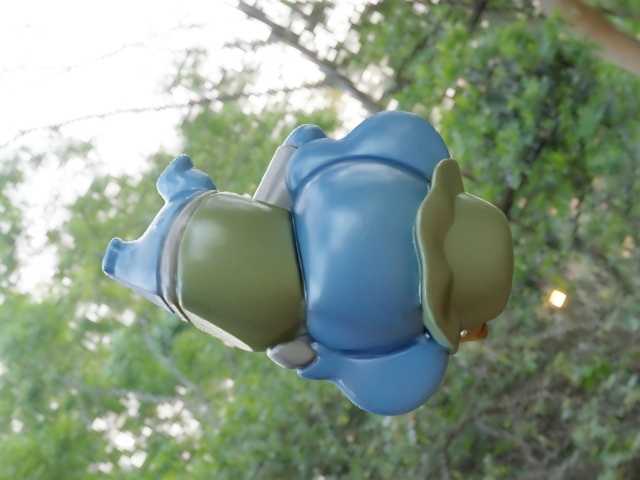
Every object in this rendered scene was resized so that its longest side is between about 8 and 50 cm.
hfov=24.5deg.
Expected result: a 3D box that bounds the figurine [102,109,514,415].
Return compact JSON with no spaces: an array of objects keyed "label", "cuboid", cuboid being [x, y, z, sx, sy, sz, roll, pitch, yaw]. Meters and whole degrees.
[{"label":"figurine","cuboid":[-0.001,0.000,0.984,0.154,0.262,0.180,100,-171,-50]}]
